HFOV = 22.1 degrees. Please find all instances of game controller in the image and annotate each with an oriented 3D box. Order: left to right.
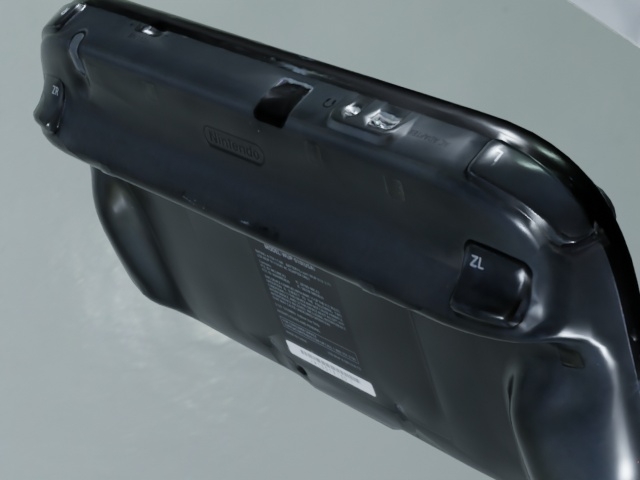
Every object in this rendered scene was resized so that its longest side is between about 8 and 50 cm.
[{"bbox_3d":[0.000,0.000,0.642,0.067,0.319,0.166,-44,130,-20],"label":"game controller"}]

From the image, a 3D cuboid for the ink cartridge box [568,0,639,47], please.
[{"bbox_3d":[0.070,-0.307,0.742,0.385,0.279,0.160,37,64,12],"label":"ink cartridge box"}]
